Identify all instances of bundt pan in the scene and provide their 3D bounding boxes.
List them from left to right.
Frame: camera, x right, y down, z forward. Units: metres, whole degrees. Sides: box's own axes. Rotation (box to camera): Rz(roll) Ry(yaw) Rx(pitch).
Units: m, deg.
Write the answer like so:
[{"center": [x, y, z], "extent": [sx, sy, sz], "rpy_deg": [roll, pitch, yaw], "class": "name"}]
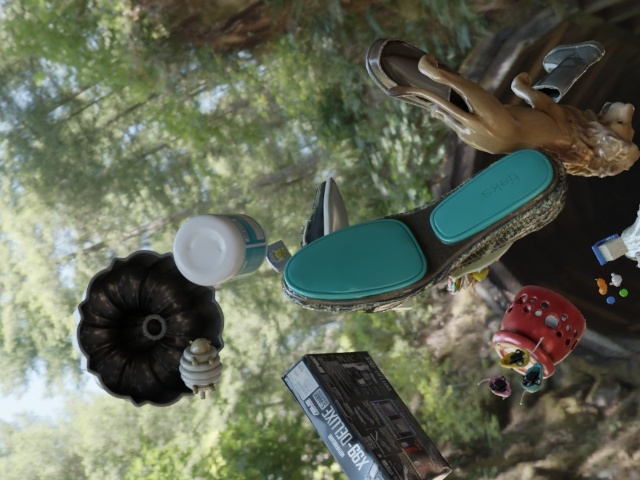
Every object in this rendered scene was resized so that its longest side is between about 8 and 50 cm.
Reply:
[{"center": [-0.375, 0.192, 1.699], "extent": [0.330, 0.124, 0.331], "rpy_deg": [10, -108, -33], "class": "bundt pan"}]

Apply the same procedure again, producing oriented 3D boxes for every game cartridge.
[{"center": [-0.100, 0.038, 1.902], "extent": [0.083, 0.056, 0.017], "rpy_deg": [55, 167, 36], "class": "game cartridge"}]

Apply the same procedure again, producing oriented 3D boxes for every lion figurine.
[{"center": [0.322, -0.188, 1.314], "extent": [0.392, 0.142, 0.240], "rpy_deg": [-5, -140, -26], "class": "lion figurine"}]

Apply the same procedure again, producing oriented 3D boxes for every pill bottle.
[{"center": [-0.200, 0.014, 1.710], "extent": [0.264, 0.146, 0.146], "rpy_deg": [-8, -100, -77], "class": "pill bottle"}]

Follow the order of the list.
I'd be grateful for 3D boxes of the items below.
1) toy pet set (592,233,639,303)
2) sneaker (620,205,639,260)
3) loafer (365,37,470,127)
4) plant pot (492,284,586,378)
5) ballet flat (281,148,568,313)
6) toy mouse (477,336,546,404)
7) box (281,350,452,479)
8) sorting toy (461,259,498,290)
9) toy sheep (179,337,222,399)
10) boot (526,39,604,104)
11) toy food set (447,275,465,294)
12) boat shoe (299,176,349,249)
[{"center": [0.603, 0.054, 1.640], "extent": [0.114, 0.122, 0.065], "rpy_deg": [62, 174, 2], "class": "toy pet set"}, {"center": [0.752, -0.123, 1.687], "extent": [0.169, 0.447, 0.257], "rpy_deg": [-25, -97, -18], "class": "sneaker"}, {"center": [0.281, -0.382, 1.921], "extent": [0.366, 0.130, 0.134], "rpy_deg": [25, -102, -16], "class": "loafer"}, {"center": [0.535, 0.235, 1.997], "extent": [0.174, 0.191, 0.191], "rpy_deg": [-49, -62, -19], "class": "plant pot"}, {"center": [0.182, 0.019, 1.304], "extent": [0.182, 0.482, 0.164], "rpy_deg": [58, -172, -53], "class": "ballet flat"}, {"center": [0.395, 0.282, 1.599], "extent": [0.031, 0.161, 0.143], "rpy_deg": [52, -160, -29], "class": "toy mouse"}, {"center": [0.093, 0.354, 1.548], "extent": [0.307, 0.076, 0.242], "rpy_deg": [53, -158, 25], "class": "box"}, {"center": [0.408, 0.039, 1.978], "extent": [0.047, 0.196, 0.348], "rpy_deg": [41, 176, 24], "class": "sorting toy"}, {"center": [-0.229, 0.248, 1.539], "extent": [0.091, 0.091, 0.132], "rpy_deg": [-21, -59, -56], "class": "toy sheep"}, {"center": [0.551, -0.382, 1.887], "extent": [0.076, 0.189, 0.208], "rpy_deg": [47, -112, -14], "class": "boot"}, {"center": [0.298, 0.078, 1.771], "extent": [0.020, 0.082, 0.083], "rpy_deg": [8, -92, -12], "class": "toy food set"}, {"center": [0.000, 0.000, 1.562], "extent": [0.302, 0.091, 0.114], "rpy_deg": [-87, -27, -45], "class": "boat shoe"}]
